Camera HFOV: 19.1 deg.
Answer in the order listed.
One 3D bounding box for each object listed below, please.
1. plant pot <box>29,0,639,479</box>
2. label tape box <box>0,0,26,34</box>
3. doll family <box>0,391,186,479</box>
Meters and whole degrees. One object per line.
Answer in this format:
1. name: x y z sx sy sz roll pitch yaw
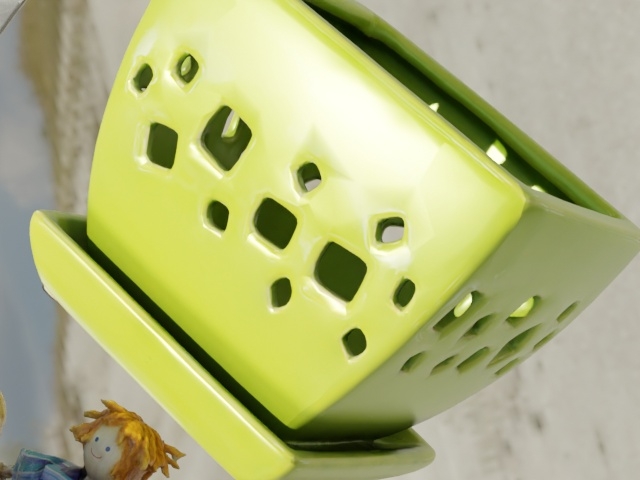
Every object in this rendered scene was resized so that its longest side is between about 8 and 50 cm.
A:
1. plant pot: 0.000 0.000 0.991 0.228 0.207 0.227 43 -167 21
2. label tape box: -0.279 -0.230 1.490 0.333 0.106 0.241 -44 24 43
3. doll family: -0.118 0.167 0.911 0.263 0.163 0.118 38 -179 30
